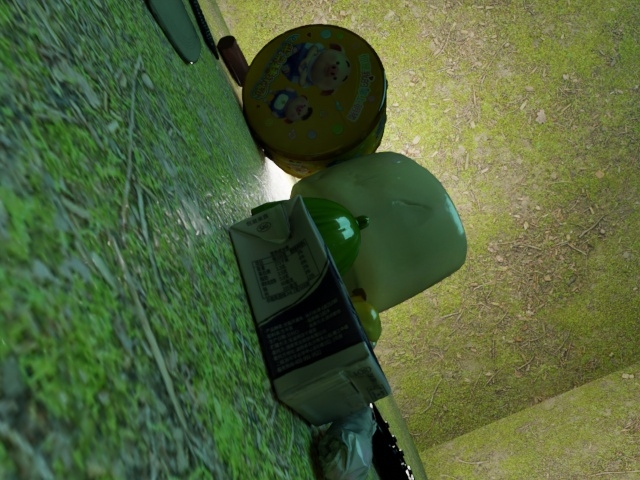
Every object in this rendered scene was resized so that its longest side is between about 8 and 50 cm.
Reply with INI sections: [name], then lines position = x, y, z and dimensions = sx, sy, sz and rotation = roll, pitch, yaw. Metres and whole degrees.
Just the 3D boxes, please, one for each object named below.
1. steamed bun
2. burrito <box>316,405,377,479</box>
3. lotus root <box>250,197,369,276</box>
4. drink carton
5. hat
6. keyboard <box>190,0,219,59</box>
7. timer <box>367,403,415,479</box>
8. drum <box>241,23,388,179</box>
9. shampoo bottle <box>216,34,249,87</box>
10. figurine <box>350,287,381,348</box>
[steamed bun]
position = 0.140, -0.059, 1.354
dimensions = 0.456, 0.371, 0.289
rotation = 49, -22, 43
[burrito]
position = 0.033, 0.231, 0.596
dimensions = 0.203, 0.064, 0.064
rotation = 43, 23, -78
[lotus root]
position = 0.000, 0.000, 0.824
dimensions = 0.186, 0.186, 0.186
rotation = -24, 90, -88
[drink carton]
position = -0.016, 0.077, 0.590
dimensions = 0.222, 0.102, 0.134
rotation = 66, 4, 35
[hat]
position = -0.210, -0.415, 0.780
dimensions = 0.245, 0.149, 0.214
rotation = 39, 26, -61
[keyboard]
position = -0.316, -0.588, 1.362
dimensions = 0.087, 0.017, 0.250
rotation = 57, 9, -67
[timer]
position = 0.130, 0.419, 1.025
dimensions = 0.187, 0.055, 0.144
rotation = 62, 1, -4
[drum]
position = -0.011, -0.396, 1.532
dimensions = 0.214, 0.431, 0.430
rotation = 59, 8, -74
[shampoo bottle]
position = -0.261, -0.550, 1.663
dimensions = 0.236, 0.067, 0.068
rotation = 63, 14, -61
[figurine]
position = 0.075, 0.213, 1.111
dimensions = 0.156, 0.131, 0.246
rotation = 24, 37, -30
